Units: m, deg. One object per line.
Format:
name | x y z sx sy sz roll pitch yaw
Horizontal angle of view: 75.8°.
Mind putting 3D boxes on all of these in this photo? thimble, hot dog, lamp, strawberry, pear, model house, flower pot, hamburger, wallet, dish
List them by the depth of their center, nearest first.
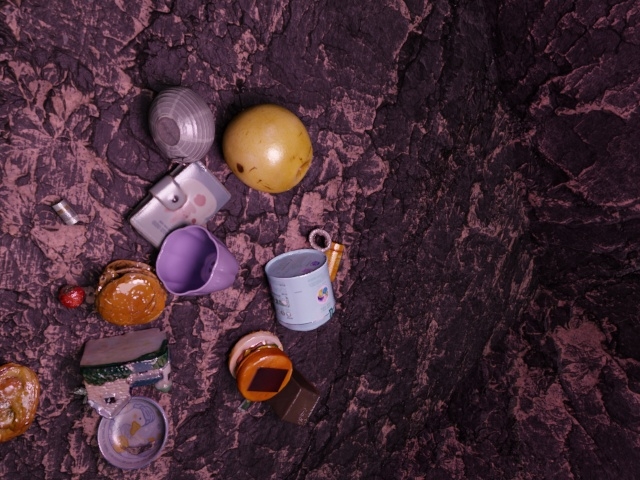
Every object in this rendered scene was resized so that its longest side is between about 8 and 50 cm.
hot dog | -1.088 0.564 1.415 0.196 0.122 0.272 20 95 -30
lamp | -0.485 -0.404 1.456 0.233 0.233 0.265 -28 111 -24
strawberry | -0.887 0.202 1.466 0.083 0.083 0.096 -23 145 -26
hamburger | -0.706 0.190 1.507 0.245 0.211 0.261 -35 125 -14
model house | -0.725 0.517 1.574 0.298 0.243 0.285 -5 112 -21
wallet | -0.545 -0.132 1.588 0.360 0.083 0.252 -47 129 -13
pear | -0.199 -0.353 1.590 0.348 0.348 0.349 -11 110 -31
flower pot | -0.458 0.095 1.599 0.265 0.265 0.243 -59 161 -4
dish | -0.750 0.776 1.695 0.273 0.134 0.274 1 79 -3
hamburger | -0.277 0.567 1.890 0.290 0.225 0.291 -12 116 -25
thimble | 0.000 0.000 1.957 0.102 0.090 0.115 -24 86 3

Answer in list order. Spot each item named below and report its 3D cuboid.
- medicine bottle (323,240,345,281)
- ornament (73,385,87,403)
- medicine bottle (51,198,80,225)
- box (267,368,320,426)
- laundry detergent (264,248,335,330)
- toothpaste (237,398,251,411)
medicine bottle | 0.049 0.101 2.043 0.096 0.096 0.192 14 96 -36
ornament | -0.901 0.596 1.597 0.068 0.041 0.092 -36 120 -23
medicine bottle | -0.868 -0.096 1.402 0.047 0.047 0.083 -38 122 -18
box | -0.150 0.740 2.000 0.143 0.273 0.184 35 83 -32
laundry detergent | -0.085 0.235 1.878 0.287 0.287 0.305 -22 116 -26
toothpaste | -0.330 0.757 2.034 0.204 0.031 0.049 -52 123 -8
